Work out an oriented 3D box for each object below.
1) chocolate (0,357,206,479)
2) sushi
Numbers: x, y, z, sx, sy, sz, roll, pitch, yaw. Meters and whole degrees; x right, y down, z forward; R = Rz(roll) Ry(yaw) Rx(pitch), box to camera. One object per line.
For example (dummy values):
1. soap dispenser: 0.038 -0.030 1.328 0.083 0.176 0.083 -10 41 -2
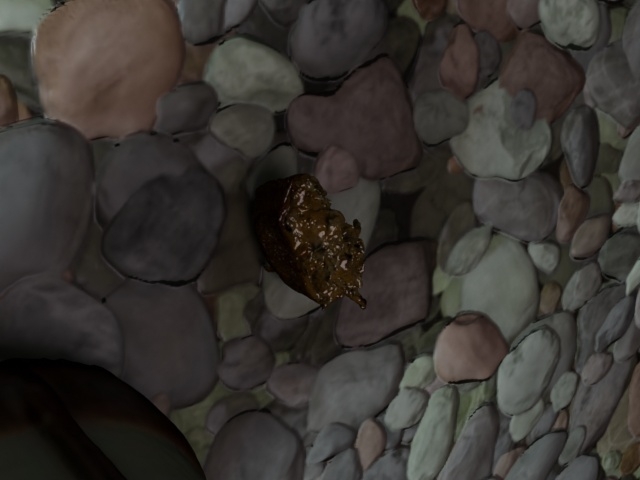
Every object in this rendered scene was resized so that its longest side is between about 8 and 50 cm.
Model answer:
1. chocolate: -0.143 0.219 0.600 0.283 0.186 0.284 -23 132 -28
2. sushi: -0.002 0.003 0.738 0.118 0.060 0.062 41 75 -46
